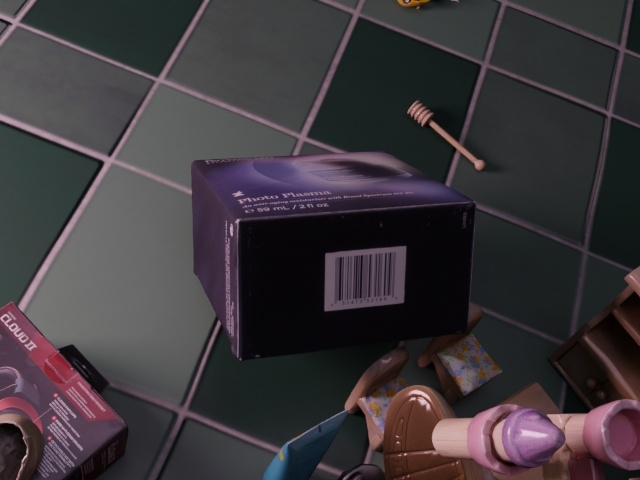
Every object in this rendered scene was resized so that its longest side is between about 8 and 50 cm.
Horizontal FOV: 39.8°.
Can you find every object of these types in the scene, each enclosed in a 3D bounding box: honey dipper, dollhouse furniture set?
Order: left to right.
[{"bbox_3d":[0.214,-0.174,1.479,0.160,0.030,0.030,42,58,11],"label":"honey dipper"},{"bbox_3d":[0.306,0.223,1.122,0.394,0.256,0.362,-27,68,-27],"label":"dollhouse furniture set"}]

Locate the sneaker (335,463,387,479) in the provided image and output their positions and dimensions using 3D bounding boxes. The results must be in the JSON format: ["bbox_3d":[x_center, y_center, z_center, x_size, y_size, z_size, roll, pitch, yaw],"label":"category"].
[{"bbox_3d":[-0.007,0.337,1.030,0.226,0.163,0.086,-20,67,-23],"label":"sneaker"}]

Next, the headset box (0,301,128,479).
[{"bbox_3d":[-0.383,0.231,1.027,0.218,0.110,0.293,43,59,12],"label":"headset box"}]

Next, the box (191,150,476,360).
[{"bbox_3d":[0.000,0.000,1.145,0.296,0.183,0.294,-5,18,-18],"label":"box"}]

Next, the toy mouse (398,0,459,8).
[{"bbox_3d":[0.183,-0.488,1.663,0.160,0.031,0.143,12,57,-8],"label":"toy mouse"}]

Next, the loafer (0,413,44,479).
[{"bbox_3d":[-0.371,0.283,0.878,0.101,0.092,0.269,24,58,-2],"label":"loafer"}]

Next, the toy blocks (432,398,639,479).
[{"bbox_3d":[0.299,0.288,0.836,0.308,0.260,0.289,2,77,-22],"label":"toy blocks"}]

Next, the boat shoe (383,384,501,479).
[{"bbox_3d":[0.161,0.304,0.988,0.098,0.109,0.303,-10,76,-50],"label":"boat shoe"}]

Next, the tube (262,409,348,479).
[{"bbox_3d":[-0.025,0.257,1.046,0.080,0.207,0.052,-29,71,-29],"label":"tube"}]
